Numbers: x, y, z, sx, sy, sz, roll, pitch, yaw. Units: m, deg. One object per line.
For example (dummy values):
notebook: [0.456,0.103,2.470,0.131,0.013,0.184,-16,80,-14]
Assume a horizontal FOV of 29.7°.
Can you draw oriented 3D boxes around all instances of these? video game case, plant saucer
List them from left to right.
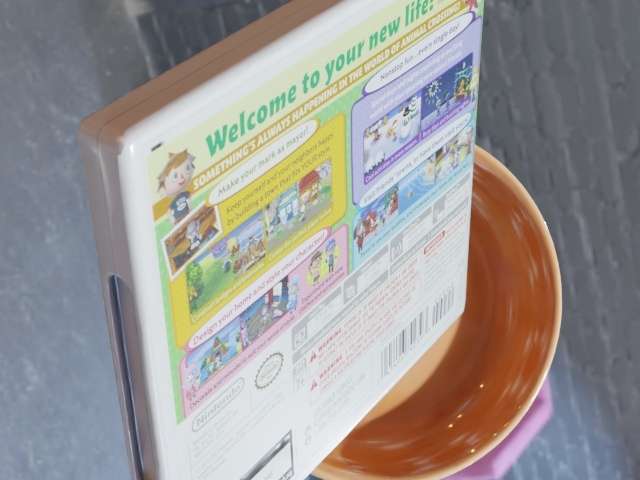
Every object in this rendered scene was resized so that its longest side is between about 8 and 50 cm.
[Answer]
video game case: [0.000,0.000,0.456,0.212,0.023,0.193,-39,139,-42]
plant saucer: [0.034,0.035,0.665,0.037,0.199,0.200,-172,-108,-77]
